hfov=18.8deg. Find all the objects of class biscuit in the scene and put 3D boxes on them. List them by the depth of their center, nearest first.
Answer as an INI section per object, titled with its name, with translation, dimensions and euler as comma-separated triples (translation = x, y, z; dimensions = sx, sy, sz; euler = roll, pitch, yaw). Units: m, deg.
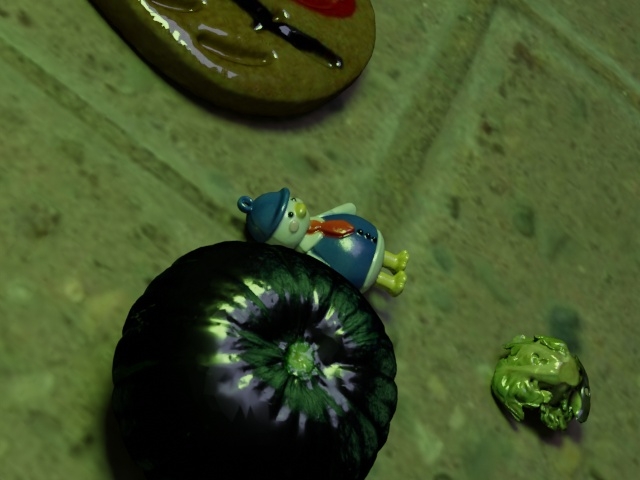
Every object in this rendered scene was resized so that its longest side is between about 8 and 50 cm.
[biscuit]
translation = -0.091, -0.266, 1.615
dimensions = 0.367, 0.063, 0.314
euler = 51, 42, 8

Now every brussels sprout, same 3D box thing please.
[brussels sprout]
translation = 0.181, 0.113, 1.529
dimensions = 0.085, 0.058, 0.085
euler = 20, 60, -39

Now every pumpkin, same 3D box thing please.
[pumpkin]
translation = -0.045, 0.096, 1.290
dimensions = 0.202, 0.140, 0.202
euler = 13, 65, -30

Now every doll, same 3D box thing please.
[doll]
translation = 0.000, 0.000, 1.473
dimensions = 0.143, 0.057, 0.099
euler = 26, 44, -13
